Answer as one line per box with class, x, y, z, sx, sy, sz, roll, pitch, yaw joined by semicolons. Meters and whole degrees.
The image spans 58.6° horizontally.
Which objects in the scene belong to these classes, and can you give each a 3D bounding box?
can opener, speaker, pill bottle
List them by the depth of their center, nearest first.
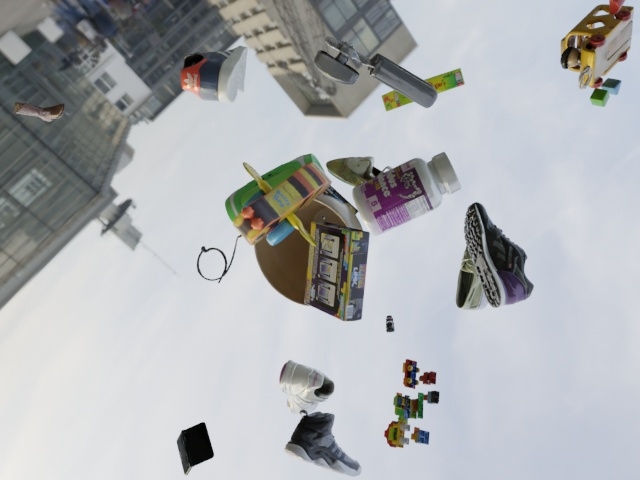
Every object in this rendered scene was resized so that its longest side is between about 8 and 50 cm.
can opener;0.122;-0.362;1.273;0.095;0.283;0.076;-57;-162;26
speaker;-0.129;-0.140;1.677;0.296;0.131;0.131;-26;-150;13
pill bottle;0.260;-0.146;1.716;0.301;0.169;0.169;-26;-150;11

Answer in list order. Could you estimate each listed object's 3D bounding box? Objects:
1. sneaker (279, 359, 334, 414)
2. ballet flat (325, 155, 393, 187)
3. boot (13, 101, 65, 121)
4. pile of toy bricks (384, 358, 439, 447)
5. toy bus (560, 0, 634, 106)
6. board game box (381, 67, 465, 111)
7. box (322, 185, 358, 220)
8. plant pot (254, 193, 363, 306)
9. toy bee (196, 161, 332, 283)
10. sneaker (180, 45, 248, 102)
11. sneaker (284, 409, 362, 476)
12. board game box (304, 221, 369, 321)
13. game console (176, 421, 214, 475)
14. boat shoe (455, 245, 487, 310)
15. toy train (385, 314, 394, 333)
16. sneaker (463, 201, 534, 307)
sneaker;-0.028;0.457;1.696;0.152;0.305;0.114;10;-118;16
ballet flat;0.180;-0.211;1.890;0.123;0.348;0.123;-51;163;-22
boot;-0.830;-0.390;1.682;0.106;0.114;0.037;-22;-110;31
pile of toy bricks;0.220;0.417;1.442;0.105;0.118;0.213;-26;-131;53
toy bus;0.529;-0.379;1.124;0.104;0.202;0.191;27;-75;41
board game box;0.252;-0.371;1.410;0.181;0.043;0.092;-22;-171;-15
box;-0.006;-0.075;1.875;0.220;0.175;0.051;-50;175;35
plant pot;0.000;0.000;1.456;0.284;0.284;0.191;-24;-174;32
toy bee;-0.089;-0.040;1.047;0.299;0.195;0.162;-62;-178;-13
sneaker;-0.277;-0.446;1.493;0.148;0.131;0.350;7;-159;-2
sneaker;0.029;0.592;1.678;0.101;0.268;0.153;-16;-130;55
board game box;0.030;0.056;1.109;0.141;0.048;0.171;18;-75;56
game console;-0.394;0.651;1.786;0.107;0.071;0.122;-60;-137;36
boat shoe;0.501;0.085;1.843;0.109;0.094;0.303;16;-73;58
toy train;0.212;0.254;1.749;0.027;0.036;0.158;-10;180;6
sneaker;0.473;0.030;1.512;0.124;0.284;0.107;-12;168;-9
